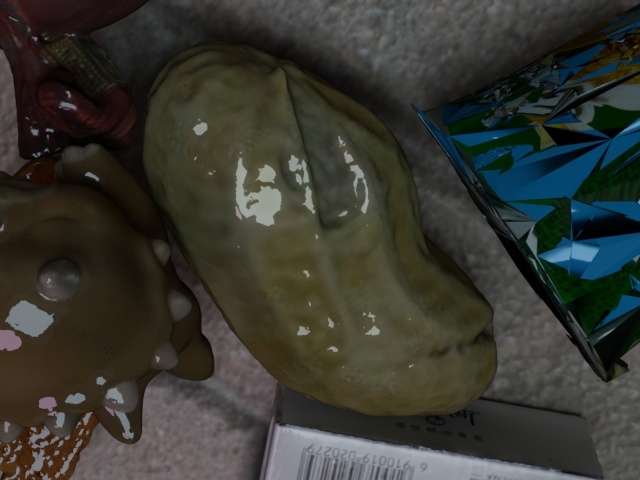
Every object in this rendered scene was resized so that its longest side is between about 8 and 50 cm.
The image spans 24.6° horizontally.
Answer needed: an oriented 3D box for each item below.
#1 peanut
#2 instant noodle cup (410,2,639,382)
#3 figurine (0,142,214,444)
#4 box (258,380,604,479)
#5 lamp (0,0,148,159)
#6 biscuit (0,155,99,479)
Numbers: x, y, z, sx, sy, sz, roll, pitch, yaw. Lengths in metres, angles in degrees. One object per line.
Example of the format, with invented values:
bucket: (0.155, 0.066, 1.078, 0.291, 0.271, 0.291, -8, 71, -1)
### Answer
peanut: (-0.005, 0.003, 1.074, 0.174, 0.158, 0.340, -34, 114, -14)
instant noodle cup: (0.204, -0.044, 1.022, 0.178, 0.240, 0.240, -35, 107, 5)
figurine: (-0.170, 0.063, 0.992, 0.177, 0.173, 0.247, 0, 138, 1)
box: (0.074, 0.226, 1.177, 0.260, 0.111, 0.194, 10, 111, -5)
lamp: (-0.163, -0.193, 0.999, 0.215, 0.151, 0.223, 50, 137, 24)
biscuit: (-0.225, 0.071, 1.146, 0.183, 0.043, 0.280, 0, 101, -17)
